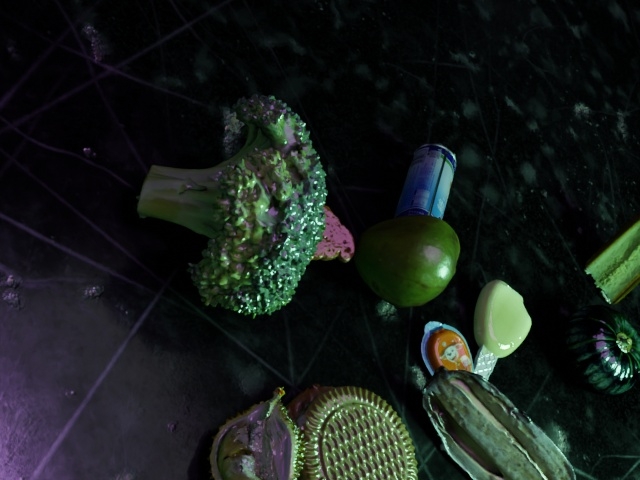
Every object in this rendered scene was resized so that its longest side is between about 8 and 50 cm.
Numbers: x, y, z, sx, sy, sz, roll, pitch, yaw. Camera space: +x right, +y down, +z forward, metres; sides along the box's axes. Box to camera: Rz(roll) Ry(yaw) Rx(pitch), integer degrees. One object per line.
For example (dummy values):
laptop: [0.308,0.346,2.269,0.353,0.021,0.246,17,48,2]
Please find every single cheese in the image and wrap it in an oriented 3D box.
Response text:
cheese: [0.262,0.268,1.868,0.106,0.037,0.256,-21,82,-29]
cheese: [0.341,0.204,1.968,0.127,0.050,0.255,37,57,-15]

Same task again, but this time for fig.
fig: [0.158,0.033,1.834,0.191,0.181,0.181,16,52,-2]

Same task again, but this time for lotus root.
lotus root: [0.312,0.351,1.804,0.329,0.167,0.078,48,15,-6]

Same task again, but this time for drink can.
drink can: [0.209,-0.088,2.004,0.097,0.097,0.235,35,46,-18]

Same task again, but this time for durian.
durian: [-0.092,0.316,1.506,0.146,0.102,0.208,8,58,9]

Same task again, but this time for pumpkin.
pumpkin: [0.596,0.230,2.096,0.202,0.140,0.202,18,55,-27]

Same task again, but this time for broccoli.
broccoli: [-0.119,-0.073,1.592,0.302,0.249,0.375,18,73,-27]

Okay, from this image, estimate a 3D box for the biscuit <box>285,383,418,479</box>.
biscuit: [0.043,0.350,1.613,0.259,0.079,0.259,19,55,-30]

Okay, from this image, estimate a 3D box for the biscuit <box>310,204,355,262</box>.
biscuit: [-0.064,-0.037,1.770,0.280,0.043,0.183,25,61,-9]

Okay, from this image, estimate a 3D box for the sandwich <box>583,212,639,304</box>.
sandwich: [0.717,0.024,2.256,0.122,0.235,0.128,46,45,9]
